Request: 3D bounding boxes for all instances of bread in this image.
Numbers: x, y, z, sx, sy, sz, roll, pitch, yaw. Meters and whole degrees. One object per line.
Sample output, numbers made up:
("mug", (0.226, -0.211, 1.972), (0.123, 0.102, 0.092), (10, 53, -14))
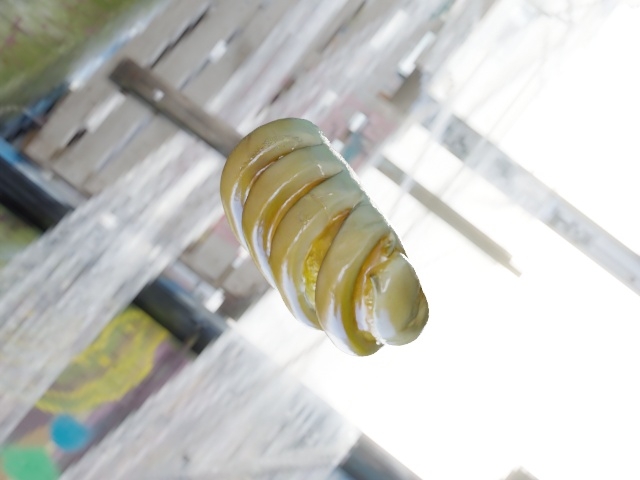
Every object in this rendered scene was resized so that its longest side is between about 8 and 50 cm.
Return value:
("bread", (0.000, 0.000, 0.915), (0.084, 0.177, 0.119), (-32, 140, -9))
